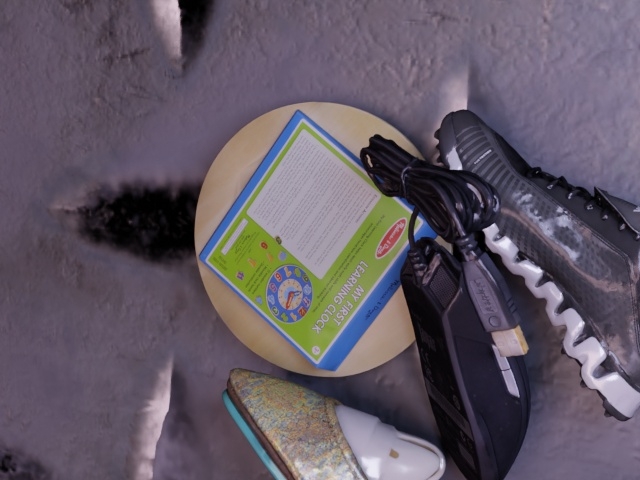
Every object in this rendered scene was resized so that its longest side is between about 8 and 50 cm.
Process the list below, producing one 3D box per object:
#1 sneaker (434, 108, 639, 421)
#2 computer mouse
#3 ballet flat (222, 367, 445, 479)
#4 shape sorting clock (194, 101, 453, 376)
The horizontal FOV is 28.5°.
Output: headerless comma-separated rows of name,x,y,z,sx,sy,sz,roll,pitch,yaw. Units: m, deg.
sneaker,0.172,-0.004,0.833,0.106,0.078,0.234,-38,80,21
computer mouse,0.108,0.056,0.818,0.060,0.184,0.262,-20,106,-11
ballet flat,0.067,0.214,0.907,0.123,0.123,0.348,-41,77,27
shape sorting clock,0.000,0.000,0.942,0.206,0.040,0.206,2,95,25
